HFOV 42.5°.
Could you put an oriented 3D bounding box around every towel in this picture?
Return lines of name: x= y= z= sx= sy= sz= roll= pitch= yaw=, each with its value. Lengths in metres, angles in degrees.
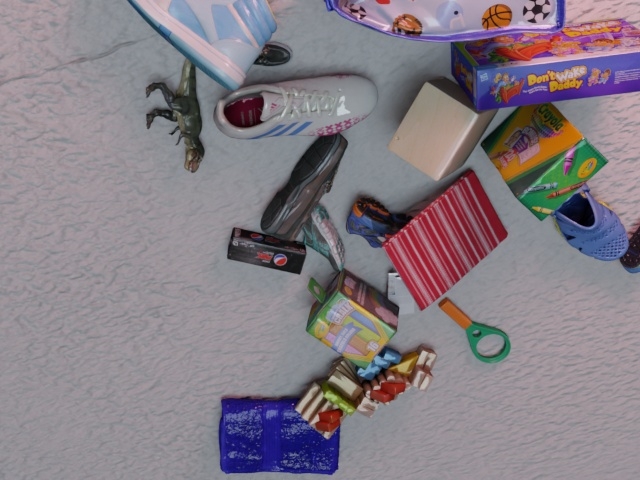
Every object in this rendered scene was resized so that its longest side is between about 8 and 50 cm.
towel: x=0.274 y=-0.002 z=1.785 sx=0.275 sy=0.031 sz=0.199 roll=-40 pitch=117 yaw=-12
towel: x=-0.099 y=0.497 z=2.053 sx=0.308 sy=0.076 sz=0.227 roll=0 pitch=118 yaw=-4

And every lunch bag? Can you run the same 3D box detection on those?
lunch bag: x=0.189 y=-0.473 z=1.426 sx=0.385 sy=0.328 sz=0.239 roll=-8 pitch=113 yaw=2

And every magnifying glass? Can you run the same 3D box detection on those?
magnifying glass: x=0.368 y=0.215 z=1.972 sx=0.092 sy=0.026 sz=0.231 roll=-42 pitch=115 yaw=17

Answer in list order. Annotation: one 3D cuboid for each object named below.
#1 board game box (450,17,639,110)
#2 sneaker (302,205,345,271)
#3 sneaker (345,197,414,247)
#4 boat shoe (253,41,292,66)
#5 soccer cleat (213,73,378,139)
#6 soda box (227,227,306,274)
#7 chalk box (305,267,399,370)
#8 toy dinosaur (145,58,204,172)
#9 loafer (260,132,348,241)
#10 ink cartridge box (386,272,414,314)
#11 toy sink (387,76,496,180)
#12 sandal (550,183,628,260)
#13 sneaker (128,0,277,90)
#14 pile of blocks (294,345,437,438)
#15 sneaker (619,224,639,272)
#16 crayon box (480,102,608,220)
board game box: x=0.442 y=-0.340 z=1.567 sx=0.347 sy=0.233 sz=0.078 roll=-7 pitch=118 yaw=-1
sneaker: x=0.000 y=0.000 z=1.819 sx=0.076 sy=0.065 sz=0.166 roll=-15 pitch=116 yaw=22
sneaker: x=0.151 y=-0.017 z=1.811 sx=0.221 sy=0.083 sz=0.087 roll=28 pitch=132 yaw=-18
boat shoe: x=-0.126 y=-0.365 z=1.620 sx=0.142 sy=0.040 sz=0.049 roll=3 pitch=117 yaw=-6
soccer cleat: x=-0.048 y=-0.259 z=1.610 sx=0.331 sy=0.143 sz=0.116 roll=-10 pitch=89 yaw=1
soda box: x=-0.118 y=0.023 z=1.817 sx=0.169 sy=0.053 sz=0.060 roll=13 pitch=116 yaw=-10
chalk box: x=0.054 y=0.163 z=1.849 sx=0.213 sy=0.132 sz=0.132 roll=34 pitch=111 yaw=-5
toy dinosaur: x=-0.291 y=-0.270 z=1.650 sx=0.118 sy=0.064 sz=0.268 roll=-1 pitch=115 yaw=-11
loafer: x=-0.022 y=-0.112 z=1.734 sx=0.084 sy=0.096 sz=0.267 roll=29 pitch=110 yaw=-30
ink cartridge box: x=0.185 y=0.117 z=1.902 sx=0.063 sy=0.029 sz=0.115 roll=-4 pitch=117 yaw=-1
toy sink: x=0.248 y=-0.232 z=1.653 sx=0.131 sy=0.234 sz=0.153 roll=35 pitch=114 yaw=12
sandal: x=0.563 y=-0.054 z=1.782 sx=0.317 sy=0.138 sz=0.126 roll=39 pitch=107 yaw=-23
sneaker: x=-0.220 y=-0.454 z=1.536 sx=0.319 sy=0.127 sz=0.208 roll=40 pitch=89 yaw=-8
pile of blocks: x=0.111 y=0.344 z=1.943 sx=0.362 sy=0.112 sz=0.149 roll=-29 pitch=101 yaw=0
sneaker: x=0.763 y=-0.013 z=1.866 sx=0.082 sy=0.069 sz=0.209 roll=22 pitch=109 yaw=-51
crayon box: x=0.434 y=-0.174 z=1.627 sx=0.081 sy=0.278 sz=0.165 roll=38 pitch=109 yaw=-22
